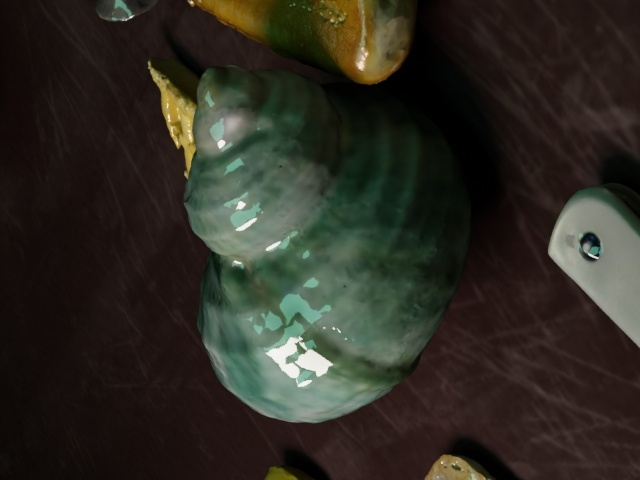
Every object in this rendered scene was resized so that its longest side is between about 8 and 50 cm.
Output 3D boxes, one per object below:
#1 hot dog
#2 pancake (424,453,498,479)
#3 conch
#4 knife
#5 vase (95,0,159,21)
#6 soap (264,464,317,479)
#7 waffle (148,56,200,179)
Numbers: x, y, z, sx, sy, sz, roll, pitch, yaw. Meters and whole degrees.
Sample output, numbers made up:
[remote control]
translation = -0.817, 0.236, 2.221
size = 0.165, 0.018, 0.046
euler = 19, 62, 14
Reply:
[hot dog]
translation = -0.031, -0.163, 1.035
size = 0.286, 0.061, 0.088
euler = 38, 132, 47
[pancake]
translation = 0.112, 0.202, 1.140
size = 0.139, 0.022, 0.139
euler = 44, 149, 36
[conch]
translation = 0.000, 0.000, 1.023
size = 0.277, 0.195, 0.220
euler = 54, -162, -43
[knife]
translation = 0.206, 0.061, 0.812
size = 0.265, 0.040, 0.073
euler = 46, 138, 35
[vase]
translation = -0.162, -0.233, 1.187
size = 0.120, 0.120, 0.183
euler = 33, 157, 49
[soap]
translation = -0.010, 0.246, 1.393
size = 0.089, 0.045, 0.140
euler = 26, 135, 58
[waffle]
translation = -0.085, -0.032, 1.296
size = 0.125, 0.032, 0.191
euler = 41, 145, 38
